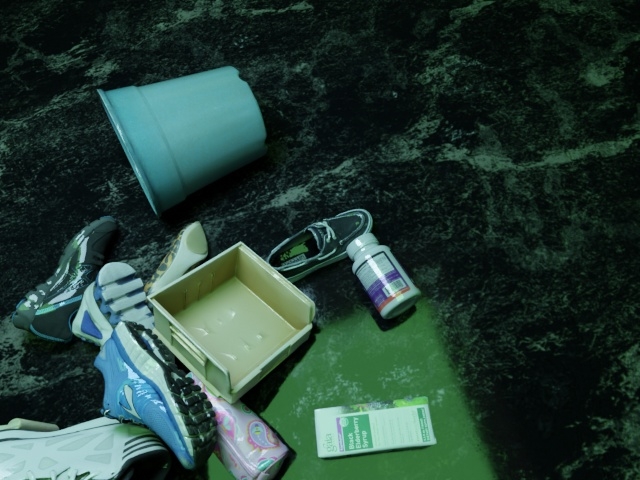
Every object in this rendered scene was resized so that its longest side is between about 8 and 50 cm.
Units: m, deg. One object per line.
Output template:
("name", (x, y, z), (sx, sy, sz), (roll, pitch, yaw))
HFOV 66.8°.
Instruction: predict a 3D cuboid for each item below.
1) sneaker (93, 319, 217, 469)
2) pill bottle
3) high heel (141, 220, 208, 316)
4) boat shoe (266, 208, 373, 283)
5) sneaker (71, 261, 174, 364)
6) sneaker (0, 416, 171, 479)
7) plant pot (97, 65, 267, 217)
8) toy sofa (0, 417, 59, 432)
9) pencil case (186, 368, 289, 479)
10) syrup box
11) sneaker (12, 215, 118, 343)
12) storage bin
("sneaker", (-0.331, 0.316, 0.951), (0.147, 0.130, 0.330), (-47, 65, 0))
("pill bottle", (0.143, 0.080, 1.153), (0.108, 0.108, 0.193), (-28, 65, -9))
("high heel", (-0.384, 0.067, 1.229), (0.186, 0.093, 0.261), (-27, 38, 23))
("boat shoe", (0.000, 0.000, 1.206), (0.301, 0.102, 0.108), (-28, 65, -9))
("sneaker", (-0.467, 0.220, 1.128), (0.182, 0.128, 0.315), (-23, 87, 35))
("sneaker", (-0.475, 0.422, 0.836), (0.448, 0.258, 0.168), (-5, 88, -42))
("plant pot", (-0.340, -0.280, 1.265), (0.334, 0.341, 0.341), (-27, 65, -18))
("toy sofa", (-0.610, 0.550, 0.957), (0.177, 0.150, 0.362), (-6, 63, 3))
("pencil case", (-0.199, 0.390, 1.018), (0.284, 0.124, 0.124), (39, 73, 20))
("syrup box", (0.109, 0.392, 1.010), (0.237, 0.096, 0.093), (-7, 64, 0))
("sneaker", (-0.600, 0.095, 1.218), (0.140, 0.125, 0.340), (32, 65, -11))
("storage bin", (-0.189, 0.173, 1.070), (0.260, 0.123, 0.262), (37, 46, 20))
